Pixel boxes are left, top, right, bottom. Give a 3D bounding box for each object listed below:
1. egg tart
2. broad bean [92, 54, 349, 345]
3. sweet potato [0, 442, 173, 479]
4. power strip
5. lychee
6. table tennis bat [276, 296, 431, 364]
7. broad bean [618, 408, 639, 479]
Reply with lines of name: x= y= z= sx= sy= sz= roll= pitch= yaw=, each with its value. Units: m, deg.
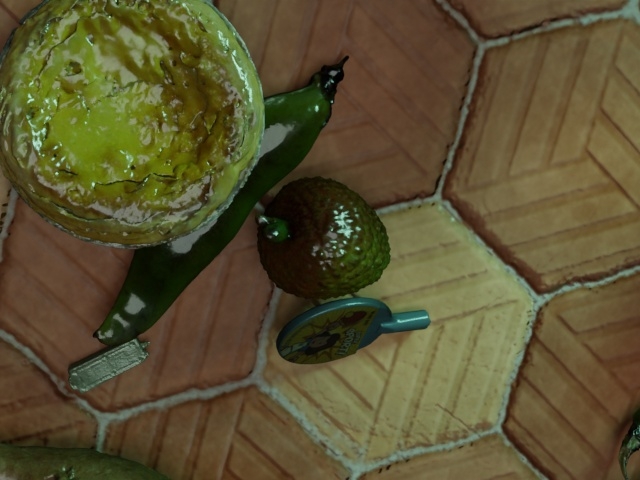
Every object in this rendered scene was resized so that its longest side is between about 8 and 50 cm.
egg tart: x=-0.163 y=-0.108 z=1.138 sx=0.234 sy=0.094 sz=0.234 roll=0 pitch=91 yaw=-3
broad bean: x=-0.092 y=-0.042 z=1.200 sx=0.077 sy=0.061 sz=0.339 roll=39 pitch=96 yaw=-29
sweet potato: x=-0.229 y=0.241 z=1.238 sx=0.385 sy=0.109 sz=0.109 roll=22 pitch=101 yaw=-9
power strip: x=-0.196 y=0.114 z=1.249 sx=0.083 sy=0.017 sz=0.027 roll=-27 pitch=109 yaw=-1
lychee: x=0.000 y=0.000 z=1.199 sx=0.146 sy=0.114 sz=0.114 roll=15 pitch=104 yaw=-39
table tennis bat: x=0.031 y=0.083 z=1.256 sx=0.155 sy=0.019 sz=0.100 roll=-5 pitch=144 yaw=-26
broad bean: x=0.445 y=0.180 z=1.354 sx=0.318 sy=0.056 sz=0.098 roll=-13 pitch=87 yaw=-6
